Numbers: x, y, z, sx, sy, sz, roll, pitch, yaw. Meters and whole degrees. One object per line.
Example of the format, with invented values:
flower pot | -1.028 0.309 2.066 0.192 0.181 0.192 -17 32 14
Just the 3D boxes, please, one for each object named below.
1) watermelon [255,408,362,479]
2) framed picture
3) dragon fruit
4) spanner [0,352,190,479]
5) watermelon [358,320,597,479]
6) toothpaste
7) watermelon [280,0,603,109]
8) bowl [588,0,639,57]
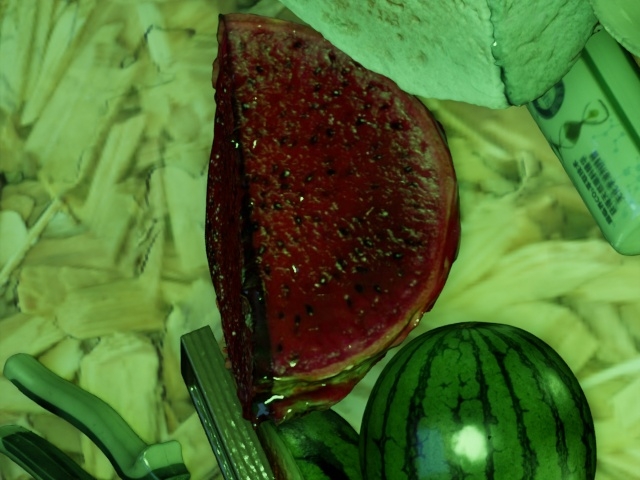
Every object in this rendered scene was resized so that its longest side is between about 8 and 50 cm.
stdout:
watermelon | 0.006 0.197 1.292 0.245 0.063 0.119 62 146 18
framed picture | -0.053 0.148 1.288 0.128 0.023 0.168 107 141 -75
dragon fruit | 0.000 0.000 1.194 0.189 0.163 0.261 -12 64 18
spanner | -0.146 0.182 1.451 0.325 0.040 0.095 26 113 42
watermelon | 0.092 0.140 1.132 0.141 0.141 0.187 9 108 45
toothpaste | 0.125 -0.127 1.111 0.099 0.061 0.392 -51 58 43
watermelon | 0.046 -0.166 0.977 0.289 0.320 0.213 -9 77 32
bowl | 0.286 -0.124 0.851 0.313 0.313 0.146 11 146 44
